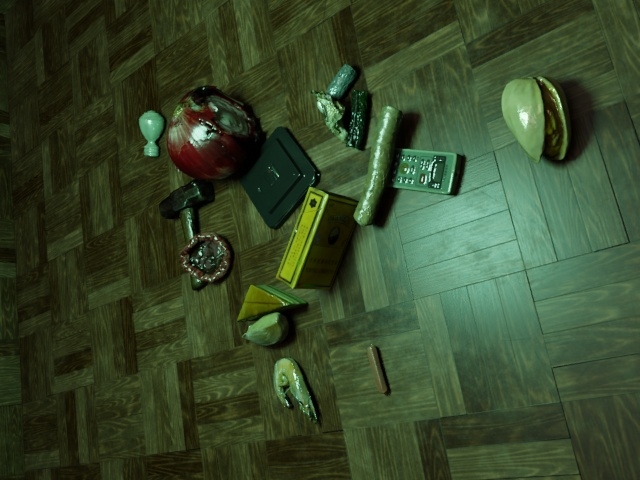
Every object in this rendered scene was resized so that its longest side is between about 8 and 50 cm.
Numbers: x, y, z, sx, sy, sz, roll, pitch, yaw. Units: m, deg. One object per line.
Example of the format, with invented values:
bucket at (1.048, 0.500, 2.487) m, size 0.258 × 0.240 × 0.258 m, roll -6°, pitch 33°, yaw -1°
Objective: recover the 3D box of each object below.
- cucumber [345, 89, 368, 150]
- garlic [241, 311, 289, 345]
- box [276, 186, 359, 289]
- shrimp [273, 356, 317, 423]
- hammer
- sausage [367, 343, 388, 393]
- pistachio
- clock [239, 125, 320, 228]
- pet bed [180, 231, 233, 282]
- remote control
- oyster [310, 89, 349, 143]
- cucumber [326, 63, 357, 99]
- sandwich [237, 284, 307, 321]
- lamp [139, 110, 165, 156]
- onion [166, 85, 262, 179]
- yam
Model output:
cucumber at (0.117, -0.377, 1.847) m, size 0.058 × 0.058 × 0.187 m, roll 5°, pitch 88°, yaw 38°
garlic at (-0.169, 0.300, 1.959) m, size 0.195 × 0.101 × 0.087 m, roll -27°, pitch 38°, yaw 41°
box at (0.000, 0.000, 1.805) m, size 0.084 × 0.193 × 0.301 m, roll 27°, pitch 102°, yaw 35°
shrimp at (-0.084, 0.496, 1.908) m, size 0.143 × 0.052 × 0.251 m, roll -55°, pitch 48°, yaw 31°
hammer at (-0.501, -0.013, 2.264) m, size 0.242 × 0.095 × 0.409 m, roll -19°, pitch 75°, yaw 34°
sausage at (0.167, 0.379, 1.732) m, size 0.035 × 0.030 × 0.147 m, roll -27°, pitch 69°, yaw 31°
pistachio at (0.537, -0.302, 1.461) m, size 0.157 × 0.157 × 0.229 m, roll -21°, pitch 78°, yaw 34°
clock at (-0.155, -0.221, 2.043) m, size 0.273 × 0.049 × 0.279 m, roll -48°, pitch 58°, yaw 24°
pet bed at (-0.419, 0.061, 2.171) m, size 0.201 × 0.053 × 0.201 m, roll 1°, pitch 93°, yaw 10°
remote control at (0.270, -0.207, 1.718) m, size 0.285 × 0.038 × 0.123 m, roll 15°, pitch 94°, yaw 38°
oyster at (0.042, -0.402, 1.880) m, size 0.081 × 0.163 × 0.191 m, roll -23°, pitch 110°, yaw 0°
cucumber at (0.069, -0.514, 1.897) m, size 0.064 × 0.064 × 0.112 m, roll 48°, pitch 113°, yaw 31°
sandwich at (-0.160, 0.237, 1.952) m, size 0.187 × 0.117 × 0.144 m, roll 22°, pitch 100°, yaw 36°
lamp at (-0.713, -0.451, 2.477) m, size 0.106 × 0.106 × 0.193 m, roll 10°, pitch 100°, yaw 38°
onion at (-0.397, -0.367, 2.081) m, size 0.341 × 0.341 × 0.341 m, roll -5°, pitch 81°, yaw 37°
yam at (0.170, -0.217, 1.737) m, size 0.081 × 0.081 × 0.357 m, roll 23°, pitch 102°, yaw 37°
